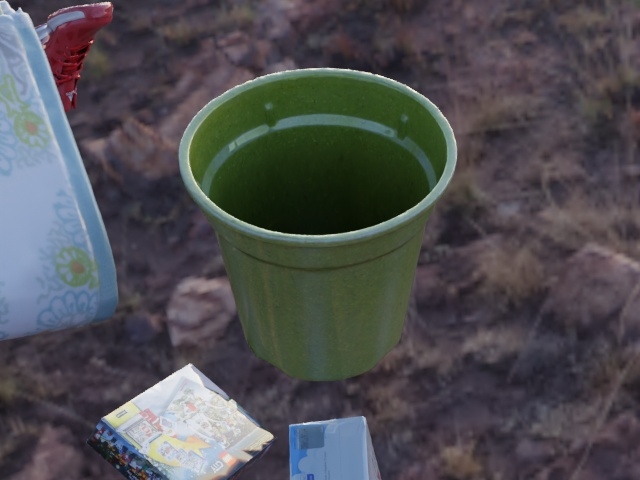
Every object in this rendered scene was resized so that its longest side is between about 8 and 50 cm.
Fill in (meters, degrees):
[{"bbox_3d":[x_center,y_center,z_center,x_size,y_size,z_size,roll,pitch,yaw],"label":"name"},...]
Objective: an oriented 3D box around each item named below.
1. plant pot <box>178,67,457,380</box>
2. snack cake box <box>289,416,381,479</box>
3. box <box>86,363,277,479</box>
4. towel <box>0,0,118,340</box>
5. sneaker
[{"bbox_3d":[0.000,0.000,1.478,0.276,0.253,0.276,-1,43,1],"label":"plant pot"},{"bbox_3d":[0.028,0.330,1.584,0.089,0.264,0.152,-7,52,5],"label":"snack cake box"},{"bbox_3d":[-0.174,0.257,1.810,0.159,0.044,0.233,40,25,10],"label":"box"},{"bbox_3d":[-0.393,-0.070,1.412,0.321,0.374,0.090,-9,-18,-42],"label":"towel"},{"bbox_3d":[-0.342,-0.250,1.963,0.087,0.128,0.221,-16,1,-35],"label":"sneaker"}]
